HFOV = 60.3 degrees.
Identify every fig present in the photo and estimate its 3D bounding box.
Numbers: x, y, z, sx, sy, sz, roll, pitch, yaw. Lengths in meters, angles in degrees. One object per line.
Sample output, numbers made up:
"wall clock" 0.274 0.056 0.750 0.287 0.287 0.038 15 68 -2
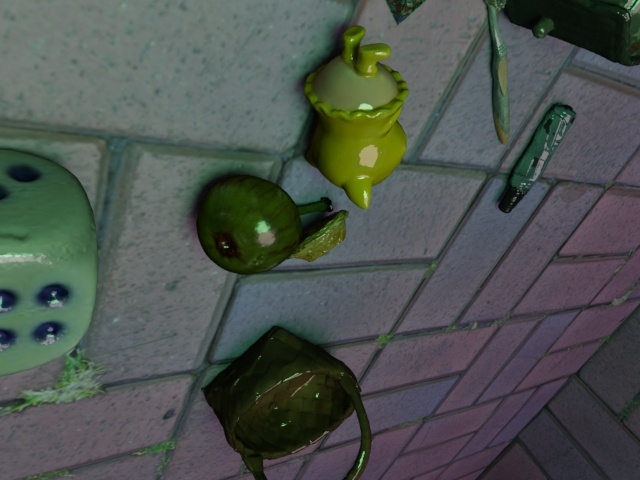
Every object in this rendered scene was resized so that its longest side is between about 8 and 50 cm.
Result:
"fig" -0.076 -0.046 0.836 0.259 0.151 0.151 -42 161 -57

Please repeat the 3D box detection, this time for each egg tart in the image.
"egg tart" 0.000 0.000 0.914 0.129 0.049 0.129 -36 -173 5

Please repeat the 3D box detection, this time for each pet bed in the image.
"pet bed" 0.385 -0.340 0.773 0.183 0.211 0.159 1 125 -48

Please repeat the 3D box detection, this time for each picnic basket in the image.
"picnic basket" -0.034 0.380 1.118 0.293 0.337 0.337 -42 142 6

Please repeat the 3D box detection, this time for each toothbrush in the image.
"toothbrush" 0.300 -0.284 0.921 0.028 0.037 0.375 -33 145 -1

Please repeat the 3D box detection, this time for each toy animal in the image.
"toy animal" 0.046 -0.167 0.751 0.156 0.156 0.229 -18 137 -22

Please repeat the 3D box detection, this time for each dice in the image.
"dice" -0.361 0.023 0.597 0.193 0.191 0.194 -1 131 -36

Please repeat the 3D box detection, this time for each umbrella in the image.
"umbrella" 0.437 -0.162 1.132 0.053 0.052 0.250 -3 130 -36

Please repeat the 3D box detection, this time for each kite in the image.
"kite" 0.118 -0.336 0.746 0.122 0.004 0.090 -6 134 -34
